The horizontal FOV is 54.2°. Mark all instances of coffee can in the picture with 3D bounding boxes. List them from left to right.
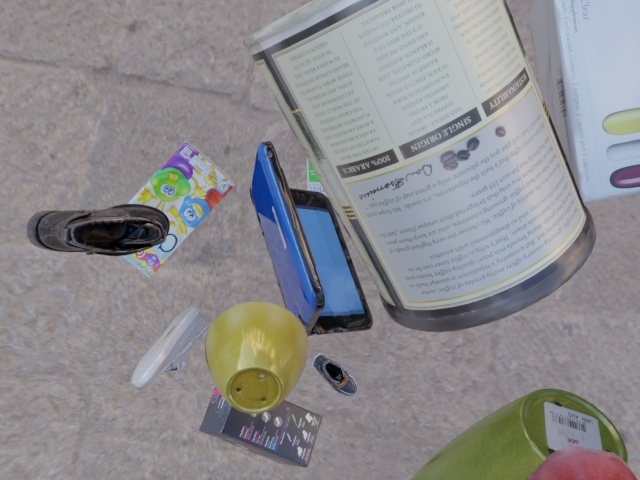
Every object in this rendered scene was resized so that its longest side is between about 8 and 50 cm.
[{"bbox_3d":[0.088,-0.091,0.533,0.202,0.202,0.275,-35,111,-17],"label":"coffee can"}]

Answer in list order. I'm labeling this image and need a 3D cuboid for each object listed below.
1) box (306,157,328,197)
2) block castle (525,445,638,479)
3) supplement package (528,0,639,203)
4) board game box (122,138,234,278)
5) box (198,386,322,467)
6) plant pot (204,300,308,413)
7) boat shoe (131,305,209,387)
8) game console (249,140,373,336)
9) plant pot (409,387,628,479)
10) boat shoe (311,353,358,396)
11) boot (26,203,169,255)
[{"bbox_3d":[0.103,-0.228,1.667,0.262,0.127,0.230,5,102,26],"label":"box"},{"bbox_3d":[0.245,0.395,0.450,0.303,0.213,0.452,13,102,1],"label":"block castle"},{"bbox_3d":[0.362,-0.191,0.781,0.145,0.204,0.261,-10,96,13],"label":"supplement package"},{"bbox_3d":[-0.338,-0.076,1.390,0.142,0.144,0.275,42,91,-15],"label":"board game box"},{"bbox_3d":[-0.159,0.494,1.687,0.271,0.165,0.143,30,63,-22],"label":"box"},{"bbox_3d":[-0.079,0.156,0.769,0.134,0.095,0.134,-2,114,-4],"label":"plant pot"},{"bbox_3d":[-0.254,0.193,1.084,0.063,0.066,0.184,51,34,-17],"label":"boat shoe"},{"bbox_3d":[0.000,0.000,1.060,0.174,0.250,0.292,-13,68,-17],"label":"game console"},{"bbox_3d":[0.273,0.343,0.848,0.275,0.293,0.274,10,37,-8],"label":"plant pot"},{"bbox_3d":[0.053,0.400,1.805,0.183,0.083,0.065,44,77,-22],"label":"boat shoe"},{"bbox_3d":[-0.308,-0.010,0.981,0.263,0.229,0.091,-7,97,-44],"label":"boot"}]
